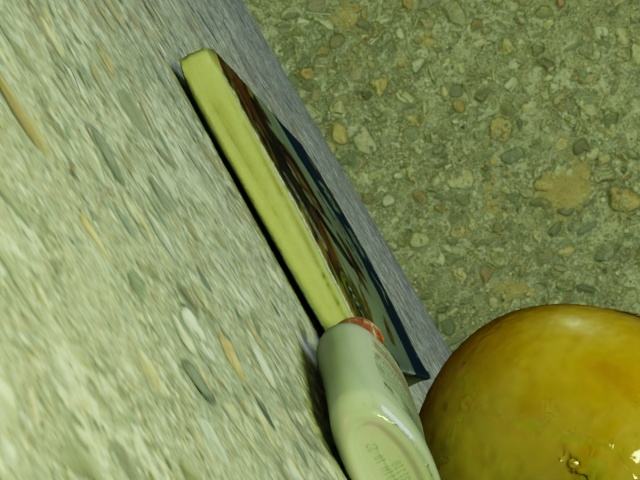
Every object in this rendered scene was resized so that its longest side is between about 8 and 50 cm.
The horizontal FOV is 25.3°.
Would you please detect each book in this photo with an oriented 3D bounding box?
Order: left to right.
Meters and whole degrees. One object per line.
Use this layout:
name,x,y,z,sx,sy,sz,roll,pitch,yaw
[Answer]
book,0.000,0.000,1.327,0.300,0.039,0.428,61,5,10

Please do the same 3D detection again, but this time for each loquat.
loquat,0.197,0.171,1.061,0.263,0.263,0.263,59,5,-8

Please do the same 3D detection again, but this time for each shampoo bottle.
shampoo bottle,0.034,0.108,0.969,0.108,0.051,0.221,57,5,-17
